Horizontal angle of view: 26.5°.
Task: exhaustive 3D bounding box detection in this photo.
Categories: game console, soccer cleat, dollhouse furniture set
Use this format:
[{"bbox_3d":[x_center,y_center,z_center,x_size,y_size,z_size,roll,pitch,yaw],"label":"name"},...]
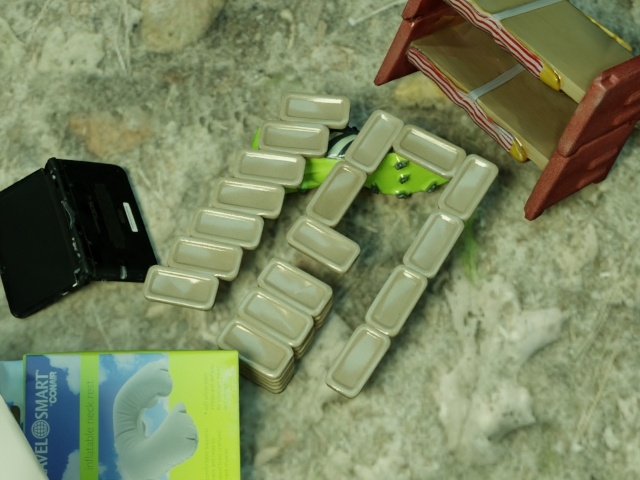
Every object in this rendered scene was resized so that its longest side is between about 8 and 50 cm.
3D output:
[{"bbox_3d":[-0.207,-0.001,1.126,0.107,0.071,0.122,4,51,-39],"label":"game console"},{"bbox_3d":[0.027,-0.075,1.167,0.178,0.060,0.072,-1,53,-2],"label":"soccer cleat"},{"bbox_3d":[0.260,-0.186,1.232,0.374,0.152,0.201,-24,60,-39],"label":"dollhouse furniture set"}]

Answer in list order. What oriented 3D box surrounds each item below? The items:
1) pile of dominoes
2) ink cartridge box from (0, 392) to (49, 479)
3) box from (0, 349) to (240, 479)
[{"bbox_3d":[0.000,0.000,1.102,0.196,0.040,0.251,29,68,14],"label":"pile of dominoes"},{"bbox_3d":[-0.356,0.154,0.832,0.353,0.119,0.207,4,38,42],"label":"ink cartridge box"},{"bbox_3d":[-0.149,0.136,1.002,0.178,0.042,0.109,-1,80,-6],"label":"box"}]
